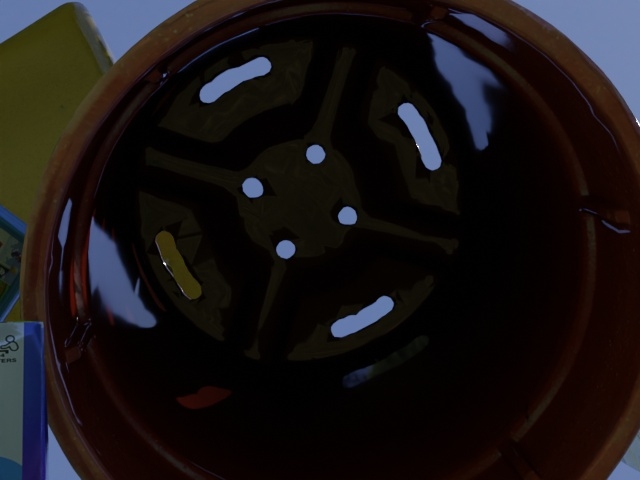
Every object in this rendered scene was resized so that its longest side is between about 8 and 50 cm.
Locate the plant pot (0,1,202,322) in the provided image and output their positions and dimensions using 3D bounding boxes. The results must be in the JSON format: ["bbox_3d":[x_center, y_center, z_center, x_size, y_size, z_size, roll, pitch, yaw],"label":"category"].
[{"bbox_3d":[-0.184,0.000,1.100,0.187,0.212,0.212,50,-9,47],"label":"plant pot"}]

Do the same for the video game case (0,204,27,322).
[{"bbox_3d":[-0.230,-0.002,0.774,0.166,0.015,0.119,37,-69,0],"label":"video game case"}]

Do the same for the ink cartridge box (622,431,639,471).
[{"bbox_3d":[0.283,0.138,1.095,0.235,0.056,0.171,30,-20,46],"label":"ink cartridge box"}]

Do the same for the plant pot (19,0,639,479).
[{"bbox_3d":[0.000,0.000,0.764,0.265,0.272,0.272,-122,-158,-78],"label":"plant pot"}]

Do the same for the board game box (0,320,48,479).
[{"bbox_3d":[-0.213,0.177,0.565,0.078,0.233,0.347,-100,-167,-45],"label":"board game box"}]
